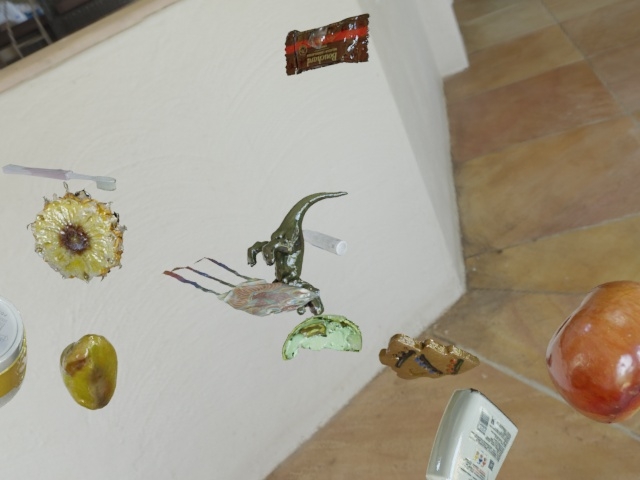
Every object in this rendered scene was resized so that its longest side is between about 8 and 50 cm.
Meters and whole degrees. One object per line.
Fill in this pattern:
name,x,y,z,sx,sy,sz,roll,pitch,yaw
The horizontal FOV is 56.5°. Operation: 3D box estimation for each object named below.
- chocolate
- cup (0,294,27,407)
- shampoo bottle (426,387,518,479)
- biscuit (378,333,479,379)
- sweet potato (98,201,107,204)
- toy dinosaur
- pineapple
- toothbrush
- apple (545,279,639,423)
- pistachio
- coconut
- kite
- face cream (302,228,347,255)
chocolate,0.007,-0.331,1.012,0.182,0.086,0.028,4,5,35
cup,-0.623,0.176,1.079,0.226,0.185,0.241,-46,42,49
shampoo bottle,0.238,0.404,1.004,0.071,0.153,0.284,-16,35,51
biscuit,0.325,0.363,1.802,0.301,0.278,0.043,-2,52,20
sweet potato,-0.558,-0.076,1.426,0.117,0.049,0.049,-12,31,19
toy dinosaur,-0.024,0.024,0.992,0.179,0.187,0.087,-22,11,-32
pineapple,-0.506,-0.011,1.239,0.221,0.221,0.047,-22,15,8
toothbrush,-0.349,-0.086,0.793,0.194,0.017,0.014,10,29,21
apple,0.545,0.206,1.108,0.251,0.272,0.206,-30,60,-25
pistachio,-0.482,0.265,1.252,0.100,0.189,0.110,17,34,25
coconut,0.006,0.181,1.146,0.158,0.133,0.055,5,38,-19
kite,-0.109,0.066,0.834,0.127,0.229,0.016,-25,57,29
face cream,0.000,0.000,1.301,0.130,0.034,0.034,20,51,41
